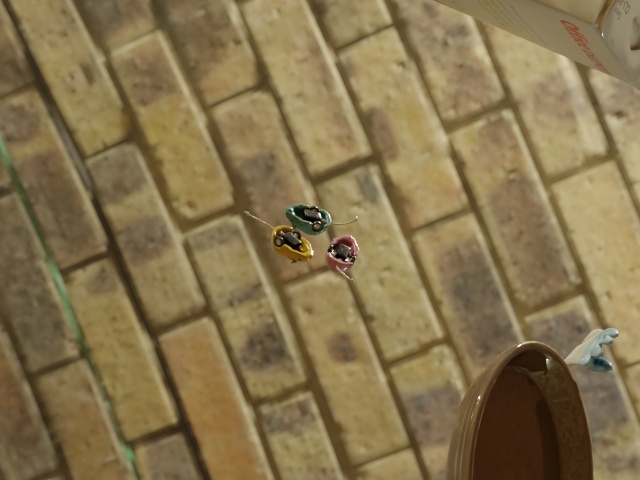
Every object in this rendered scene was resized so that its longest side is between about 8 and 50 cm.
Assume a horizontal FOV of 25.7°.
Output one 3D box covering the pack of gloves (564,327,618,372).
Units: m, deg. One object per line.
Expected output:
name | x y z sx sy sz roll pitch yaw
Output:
pack of gloves | 0.388 0.218 2.162 0.046 0.195 0.232 43 -2 5

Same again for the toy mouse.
toy mouse | 0.000 0.000 1.798 0.161 0.031 0.143 39 37 19

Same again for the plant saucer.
plant saucer | 0.197 0.237 1.384 0.278 0.041 0.277 6 82 -54

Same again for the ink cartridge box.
ink cartridge box | 0.237 -0.354 1.715 0.385 0.160 0.279 29 3 25
